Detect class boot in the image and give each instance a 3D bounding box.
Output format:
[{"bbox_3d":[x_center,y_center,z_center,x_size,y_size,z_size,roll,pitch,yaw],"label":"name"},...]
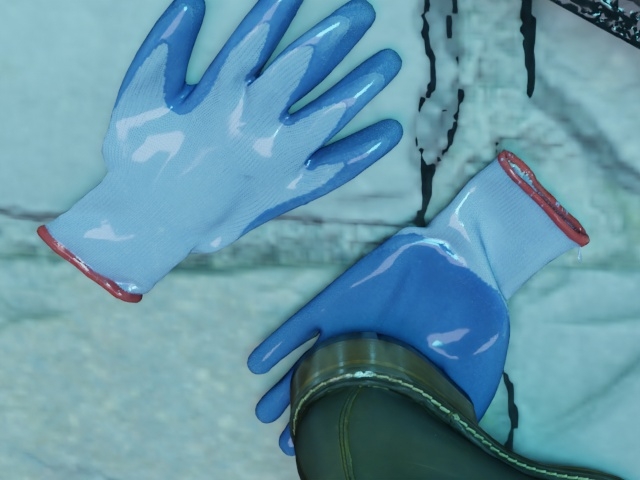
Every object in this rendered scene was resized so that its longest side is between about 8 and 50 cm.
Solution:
[{"bbox_3d":[0.076,0.131,0.532,0.219,0.106,0.082,34,116,-18],"label":"boot"}]

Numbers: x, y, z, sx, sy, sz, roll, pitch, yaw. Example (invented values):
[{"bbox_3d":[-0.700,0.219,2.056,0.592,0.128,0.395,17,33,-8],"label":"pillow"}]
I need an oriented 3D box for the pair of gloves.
[{"bbox_3d":[0.000,0.000,0.544,0.198,0.023,0.159,40,116,-12],"label":"pair of gloves"}]

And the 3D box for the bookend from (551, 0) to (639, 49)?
[{"bbox_3d":[0.131,-0.131,0.420,0.156,0.072,0.157,28,118,-2],"label":"bookend"}]
